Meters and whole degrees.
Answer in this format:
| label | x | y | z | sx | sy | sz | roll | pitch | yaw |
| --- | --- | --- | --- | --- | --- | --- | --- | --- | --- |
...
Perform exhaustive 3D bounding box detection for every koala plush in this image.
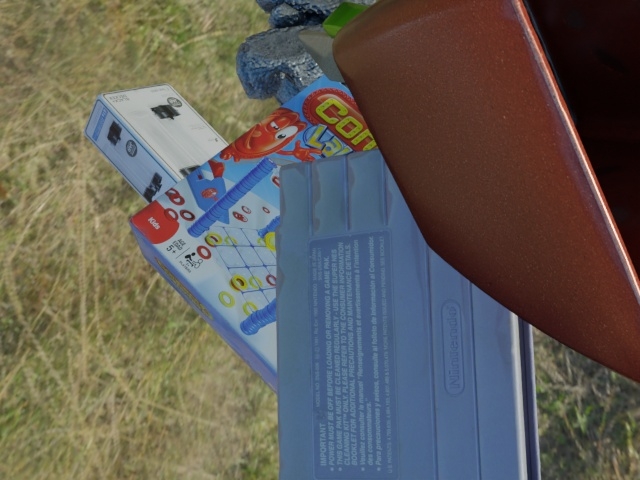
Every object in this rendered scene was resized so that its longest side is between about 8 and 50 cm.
| label | x | y | z | sx | sy | sz | roll | pitch | yaw |
| --- | --- | --- | --- | --- | --- | --- | --- | --- | --- |
| koala plush | -0.003 | -0.225 | 1.330 | 0.203 | 0.196 | 0.221 | 7 | 149 | 1 |

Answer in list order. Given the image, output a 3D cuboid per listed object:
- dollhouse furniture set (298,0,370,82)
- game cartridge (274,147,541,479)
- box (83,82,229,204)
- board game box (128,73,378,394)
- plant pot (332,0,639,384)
| label | x | y | z | sx | sy | sz | roll | pitch | yaw |
| --- | --- | --- | --- | --- | --- | --- | --- | --- | --- |
| dollhouse furniture set | 0.086 | -0.310 | 0.954 | 0.301 | 0.151 | 0.197 | -47 | 120 | -13 |
| game cartridge | 0.067 | 0.095 | 0.834 | 0.230 | 0.068 | 0.355 | -8 | 78 | 34 |
| box | -0.236 | -0.130 | 1.631 | 0.290 | 0.169 | 0.087 | 44 | 126 | 17 |
| board game box | 0.000 | 0.000 | 1.101 | 0.302 | 0.086 | 0.308 | -40 | 64 | -18 |
| plant pot | 0.166 | -0.101 | 0.621 | 0.267 | 0.235 | 0.267 | -39 | 115 | -24 |
